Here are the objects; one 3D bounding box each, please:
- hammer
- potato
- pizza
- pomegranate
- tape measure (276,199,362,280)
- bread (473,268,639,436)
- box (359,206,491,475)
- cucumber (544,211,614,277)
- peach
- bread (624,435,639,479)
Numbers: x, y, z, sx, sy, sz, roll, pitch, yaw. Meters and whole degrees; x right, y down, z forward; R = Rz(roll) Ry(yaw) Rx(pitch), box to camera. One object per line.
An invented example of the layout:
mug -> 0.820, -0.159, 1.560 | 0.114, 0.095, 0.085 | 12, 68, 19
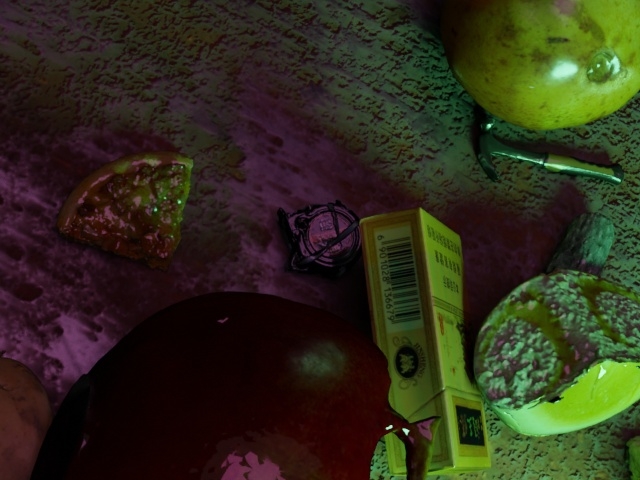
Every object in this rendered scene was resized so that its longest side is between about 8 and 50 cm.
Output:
hammer -> 0.288, -0.096, 1.502 | 0.201, 0.021, 0.078 | 12, 73, -14
potato -> -0.349, 0.222, 1.152 | 0.161, 0.128, 0.235 | 39, 73, 0
pizza -> -0.196, -0.033, 1.312 | 0.175, 0.046, 0.134 | -40, 91, -23
pomegranate -> 0.269, -0.261, 1.416 | 0.264, 0.264, 0.264 | 5, 75, -17
tape measure -> 0.002, 0.001, 1.365 | 0.094, 0.054, 0.091 | -6, 79, -13
bread -> 0.271, 0.137, 1.370 | 0.260, 0.156, 0.158 | 3, 43, -36
box -> 0.117, 0.116, 1.307 | 0.076, 0.174, 0.274 | -11, 76, 20
cucumber -> 0.318, 0.018, 1.460 | 0.064, 0.064, 0.112 | 33, 68, -7
peach -> -0.103, 0.231, 1.115 | 0.310, 0.335, 0.406 | 29, 71, -16
bread -> 0.413, 0.337, 1.414 | 0.140, 0.169, 0.160 | 13, 113, -14
